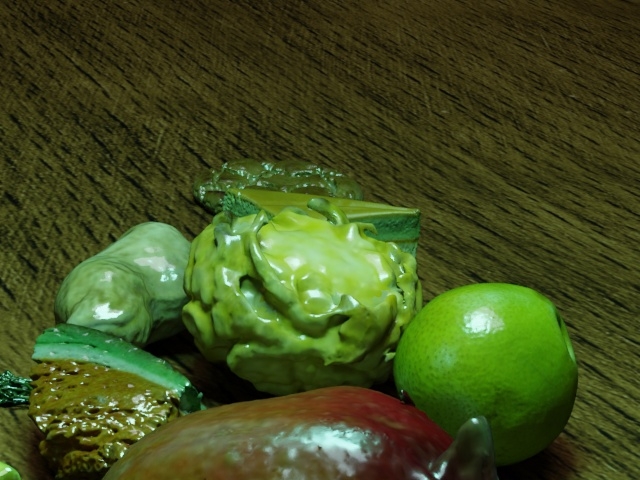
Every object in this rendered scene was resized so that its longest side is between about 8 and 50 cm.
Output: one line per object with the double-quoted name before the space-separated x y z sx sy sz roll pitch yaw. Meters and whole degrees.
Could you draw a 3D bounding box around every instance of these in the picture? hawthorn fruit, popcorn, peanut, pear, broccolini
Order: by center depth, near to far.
"hawthorn fruit" -0.007 0.242 1.245 0.311 0.295 0.295 -6 16 21
"pear" 0.136 0.132 1.768 0.216 0.180 0.166 -20 36 19
"broccolini" -0.259 0.155 1.826 0.140 0.030 0.035 11 29 5
"popcorn" -0.016 0.060 1.897 0.250 0.190 0.250 21 15 -6
"peanut" -0.198 0.058 1.950 0.137 0.122 0.253 -14 11 31

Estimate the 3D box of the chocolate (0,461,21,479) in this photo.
"chocolate" -0.303 0.240 1.196 0.288 0.301 0.137 21 39 39

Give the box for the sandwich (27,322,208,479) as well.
"sandwich" -0.203 0.168 1.704 0.185 0.109 0.160 17 43 26

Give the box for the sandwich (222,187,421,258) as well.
"sandwich" 0.000 0.000 2.165 0.187 0.117 0.144 -8 26 -28

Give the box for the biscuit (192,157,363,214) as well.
"biscuit" -0.055 -0.067 2.453 0.226 0.042 0.226 2 20 -1
